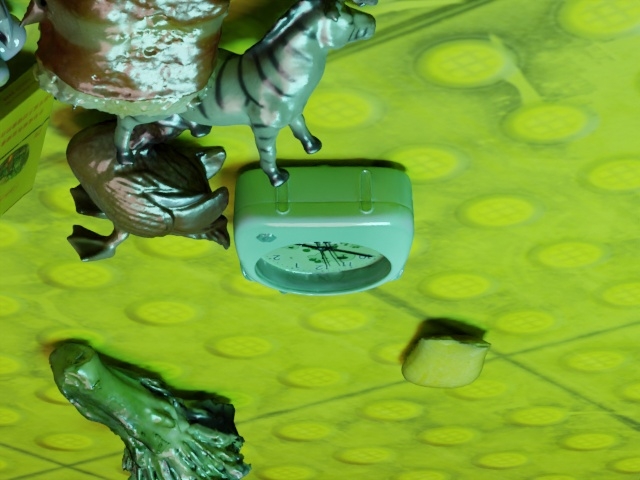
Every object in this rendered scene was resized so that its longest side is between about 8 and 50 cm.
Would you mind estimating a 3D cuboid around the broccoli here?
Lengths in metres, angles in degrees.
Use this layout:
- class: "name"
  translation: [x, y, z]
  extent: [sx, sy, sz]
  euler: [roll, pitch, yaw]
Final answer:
- class: "broccoli"
  translation: [-0.208, 0.206, 2.143]
  extent: [0.165, 0.145, 0.304]
  euler: [-16, 140, 22]

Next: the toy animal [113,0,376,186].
- class: "toy animal"
  translation: [-0.065, -0.123, 1.438]
  extent: [0.217, 0.073, 0.176]
  euler: [5, 137, 14]

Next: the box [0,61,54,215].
- class: "box"
  translation: [-0.251, -0.069, 1.514]
  extent: [0.023, 0.087, 0.155]
  euler: [34, 140, 8]

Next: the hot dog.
- class: "hot dog"
  translation: [-0.123, -0.172, 1.298]
  extent: [0.146, 0.103, 0.213]
  euler: [8, 136, -21]

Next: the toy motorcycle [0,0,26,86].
- class: "toy motorcycle"
  translation: [-0.282, -0.124, 1.376]
  extent: [0.152, 0.073, 0.225]
  euler: [-18, 148, -49]

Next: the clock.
- class: "clock"
  translation: [0.000, 0.000, 1.733]
  extent: [0.159, 0.066, 0.211]
  euler: [1, 157, -2]

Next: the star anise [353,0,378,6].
- class: "star anise"
  translation: [-0.023, -0.227, 1.165]
  extent: [0.208, 0.063, 0.172]
  euler: [11, 126, -19]

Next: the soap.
- class: "soap"
  translation: [0.140, 0.127, 2.067]
  extent: [0.089, 0.033, 0.168]
  euler: [2, 156, -10]

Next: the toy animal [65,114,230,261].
- class: "toy animal"
  translation: [-0.127, -0.052, 1.603]
  extent: [0.188, 0.089, 0.179]
  euler: [23, 132, -33]
